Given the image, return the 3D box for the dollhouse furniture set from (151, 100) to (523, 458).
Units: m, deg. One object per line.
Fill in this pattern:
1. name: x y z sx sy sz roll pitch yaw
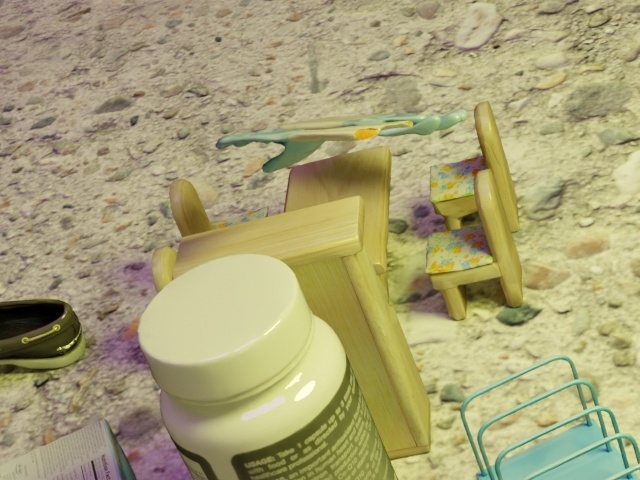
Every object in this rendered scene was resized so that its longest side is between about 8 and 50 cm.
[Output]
1. dollhouse furniture set: 0.000 0.000 1.463 0.362 0.256 0.394 -13 34 13

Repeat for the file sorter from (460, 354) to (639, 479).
1. file sorter: 0.203 0.191 1.213 0.118 0.104 0.170 -24 33 -5

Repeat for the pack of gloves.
1. pack of gloves: 0.023 -0.097 1.471 0.195 0.046 0.232 -12 10 -43

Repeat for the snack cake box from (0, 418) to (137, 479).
1. snack cake box: -0.227 0.295 1.324 0.152 0.089 0.264 -23 33 -4

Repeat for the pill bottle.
1. pill bottle: -0.037 0.160 1.229 0.161 0.283 0.161 -15 34 10

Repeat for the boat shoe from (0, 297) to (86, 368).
1. boat shoe: -0.385 0.104 1.666 0.228 0.068 0.081 -5 41 3
